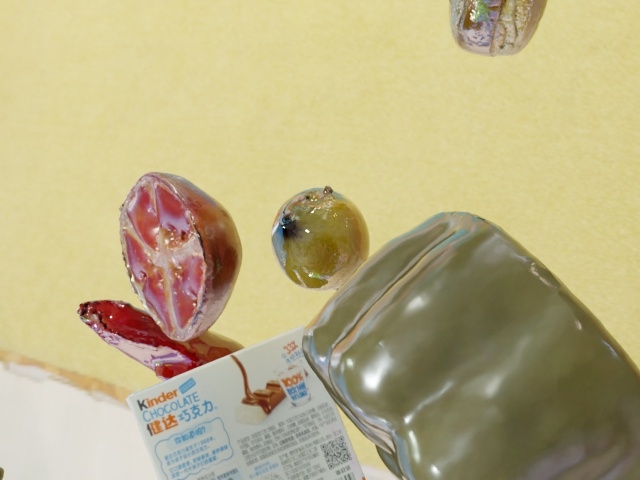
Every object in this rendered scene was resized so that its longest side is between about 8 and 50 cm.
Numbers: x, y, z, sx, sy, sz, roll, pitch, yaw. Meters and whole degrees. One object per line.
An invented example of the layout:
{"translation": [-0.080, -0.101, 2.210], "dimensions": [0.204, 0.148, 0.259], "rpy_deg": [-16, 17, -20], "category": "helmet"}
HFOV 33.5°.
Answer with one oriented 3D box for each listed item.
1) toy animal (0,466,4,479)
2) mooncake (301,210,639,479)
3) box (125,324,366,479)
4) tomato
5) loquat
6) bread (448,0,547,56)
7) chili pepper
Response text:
{"translation": [-0.573, 0.446, 1.640], "dimensions": [0.251, 0.125, 0.127], "rpy_deg": [-77, 13, -47], "category": "toy animal"}
{"translation": [0.147, 0.170, 0.969], "dimensions": [0.201, 0.378, 0.378], "rpy_deg": [-36, 53, -10], "category": "mooncake"}
{"translation": [-0.099, 0.289, 1.487], "dimensions": [0.048, 0.273, 0.265], "rpy_deg": [148, 102, -75], "category": "box"}
{"translation": [-0.119, 0.008, 0.962], "dimensions": [0.156, 0.069, 0.155], "rpy_deg": [22, 119, 47], "category": "tomato"}
{"translation": [0.000, 0.000, 1.511], "dimensions": [0.163, 0.137, 0.163], "rpy_deg": [23, 125, 37], "category": "loquat"}
{"translation": [0.256, -0.371, 1.509], "dimensions": [0.236, 0.140, 0.106], "rpy_deg": [93, -173, -45], "category": "bread"}
{"translation": [-0.208, 0.174, 1.612], "dimensions": [0.110, 0.387, 0.110], "rpy_deg": [-23, 53, 33], "category": "chili pepper"}
